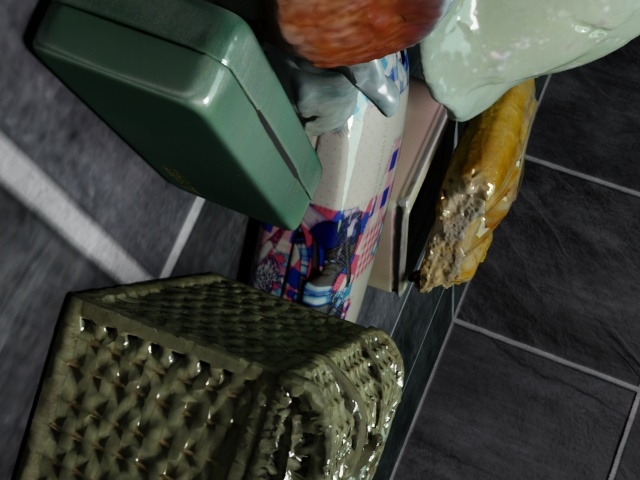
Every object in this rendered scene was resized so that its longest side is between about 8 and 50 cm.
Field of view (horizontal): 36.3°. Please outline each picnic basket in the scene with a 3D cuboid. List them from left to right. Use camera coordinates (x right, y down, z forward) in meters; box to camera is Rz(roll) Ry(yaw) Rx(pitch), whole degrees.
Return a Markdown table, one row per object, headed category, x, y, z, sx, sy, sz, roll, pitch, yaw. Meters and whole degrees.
| category | x | y | z | sx | sy | sz | roll | pitch | yaw |
| --- | --- | --- | --- | --- | --- | --- | --- | --- | --- |
| picnic basket | -0.044 | 0.105 | 0.535 | 0.196 | 0.154 | 0.134 | -5 | 115 | -76 |

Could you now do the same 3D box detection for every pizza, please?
| category | x | y | z | sx | sy | sz | roll | pitch | yaw |
| --- | --- | --- | --- | --- | --- | --- | --- | --- | --- |
| pizza | 0.148 | -0.025 | 0.973 | 0.297 | 0.071 | 0.189 | 103 | 10 | -50 |

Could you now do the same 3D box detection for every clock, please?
| category | x | y | z | sx | sy | sz | roll | pitch | yaw |
| --- | --- | --- | --- | --- | --- | --- | --- | --- | --- |
| clock | 0.075 | -0.052 | 0.952 | 0.192 | 0.071 | 0.147 | 84 | 28 | -61 |

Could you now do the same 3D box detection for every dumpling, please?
| category | x | y | z | sx | sy | sz | roll | pitch | yaw |
| --- | --- | --- | --- | --- | --- | --- | --- | --- | --- |
| dumpling | 0.168 | -0.263 | 0.775 | 0.212 | 0.270 | 0.321 | -178 | -95 | -70 |

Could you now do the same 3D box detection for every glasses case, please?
| category | x | y | z | sx | sy | sz | roll | pitch | yaw |
| --- | --- | --- | --- | --- | --- | --- | --- | --- | --- |
| glasses case | -0.052 | -0.054 | 0.432 | 0.184 | 0.077 | 0.039 | 55 | 57 | -74 |
| glasses case | 0.000 | 0.000 | 0.720 | 0.125 | 0.076 | 0.327 | -41 | 149 | -58 |

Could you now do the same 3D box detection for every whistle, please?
| category | x | y | z | sx | sy | sz | roll | pitch | yaw |
| --- | --- | --- | --- | --- | --- | --- | --- | --- | --- |
| whistle | -0.004 | -0.124 | 0.433 | 0.134 | 0.142 | 0.346 | -58 | 176 | -12 |
